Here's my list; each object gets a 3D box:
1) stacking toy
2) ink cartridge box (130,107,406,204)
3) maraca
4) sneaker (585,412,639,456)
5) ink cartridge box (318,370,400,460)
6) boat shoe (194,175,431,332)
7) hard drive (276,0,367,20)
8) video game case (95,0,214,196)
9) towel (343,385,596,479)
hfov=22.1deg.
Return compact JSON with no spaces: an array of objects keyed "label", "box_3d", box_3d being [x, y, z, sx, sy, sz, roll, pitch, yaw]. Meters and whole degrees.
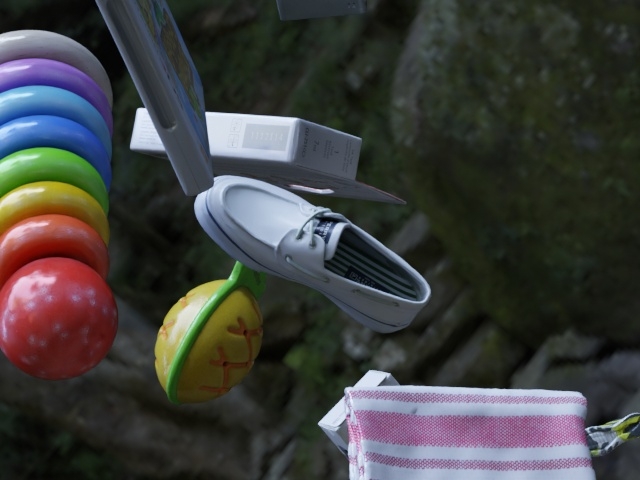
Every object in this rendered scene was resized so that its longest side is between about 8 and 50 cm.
[{"label":"stacking toy","box_3d":[-0.211,-0.021,1.274,0.141,0.141,0.330,-54,35,27]},{"label":"ink cartridge box","box_3d":[-0.065,-0.117,2.232,0.261,0.296,0.066,15,-96,-51]},{"label":"maraca","box_3d":[-0.102,0.086,1.668,0.185,0.099,0.127,-57,-14,-16]},{"label":"sneaker","box_3d":[0.297,0.203,1.685,0.083,0.031,0.035,-17,-10,-7]},{"label":"ink cartridge box","box_3d":[0.079,0.239,1.987,0.099,0.135,0.056,-44,18,-17]},{"label":"boat shoe","box_3d":[0.000,0.000,1.456,0.076,0.226,0.083,-42,24,57]},{"label":"hard drive","box_3d":[-0.007,-0.292,1.714,0.135,0.094,0.022,77,-168,-47]},{"label":"video game case","box_3d":[-0.123,-0.153,1.128,0.023,0.193,0.212,-22,24,3]},{"label":"towel","box_3d":[0.091,0.167,0.863,0.029,0.144,0.197,123,145,-59]}]
